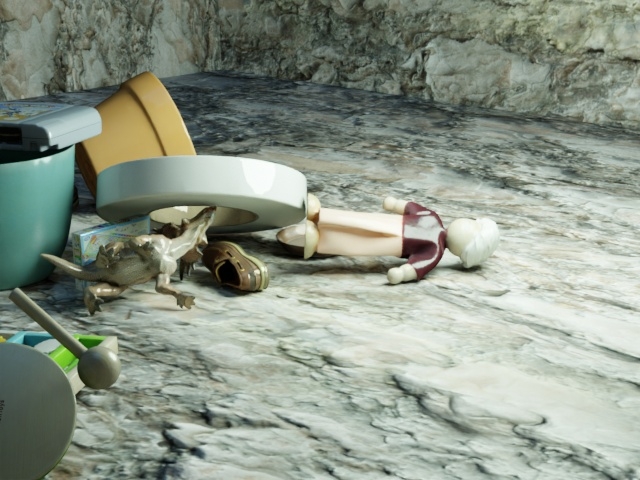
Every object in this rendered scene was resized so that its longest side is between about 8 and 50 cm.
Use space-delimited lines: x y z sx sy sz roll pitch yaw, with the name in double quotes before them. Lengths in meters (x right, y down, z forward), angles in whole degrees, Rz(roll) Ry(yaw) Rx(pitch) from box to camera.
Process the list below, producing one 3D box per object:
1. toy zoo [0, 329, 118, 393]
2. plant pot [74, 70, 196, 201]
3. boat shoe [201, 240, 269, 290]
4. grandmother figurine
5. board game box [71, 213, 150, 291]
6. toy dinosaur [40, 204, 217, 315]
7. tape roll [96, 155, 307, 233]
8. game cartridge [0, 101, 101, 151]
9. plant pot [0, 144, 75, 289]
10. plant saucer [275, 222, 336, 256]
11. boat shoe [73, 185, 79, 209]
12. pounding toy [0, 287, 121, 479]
"toy zoo" -0.461 0.175 1.739 0.293 0.030 0.192 2 17 13
"plant pot" -0.406 -0.190 2.598 0.203 0.291 0.291 -25 24 -18
"boat shoe" -0.159 0.044 2.101 0.060 0.064 0.178 -11 21 -35
"grandmother figurine" 0.144 -0.007 2.142 0.342 0.104 0.208 3 55 0
"board game box" -0.362 0.020 2.130 0.026 0.104 0.154 12 21 40
"toy dinosaur" -0.312 0.035 2.052 0.295 0.127 0.200 -7 17 -5
"tape roll" -0.217 -0.077 2.228 0.391 0.072 0.392 -1 -10 0
"game cartridge" -0.557 -0.208 2.187 0.297 0.062 0.198 5 21 20
"plant pot" -0.573 -0.048 2.148 0.292 0.235 0.293 -1 16 0
"plant saucer" 0.000 0.000 2.301 0.168 0.029 0.168 -3 16 1
"boat shoe" -0.613 -0.092 2.532 0.110 0.105 0.307 7 18 27
"pounding toy" -0.367 0.205 1.466 0.183 0.110 0.237 31 63 8
